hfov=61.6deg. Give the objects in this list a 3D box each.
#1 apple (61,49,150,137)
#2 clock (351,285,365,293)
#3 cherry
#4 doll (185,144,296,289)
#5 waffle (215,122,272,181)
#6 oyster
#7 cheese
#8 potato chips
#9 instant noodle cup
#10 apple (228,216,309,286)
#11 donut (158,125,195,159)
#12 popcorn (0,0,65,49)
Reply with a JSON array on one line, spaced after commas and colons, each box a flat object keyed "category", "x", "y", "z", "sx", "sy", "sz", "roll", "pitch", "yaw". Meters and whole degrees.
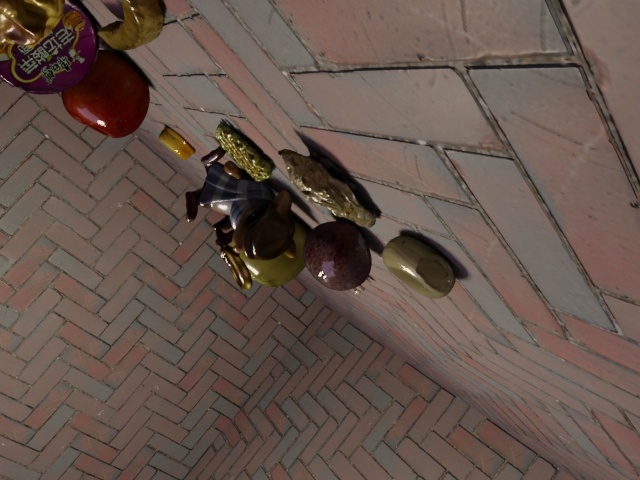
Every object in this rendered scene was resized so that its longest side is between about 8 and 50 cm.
[{"category": "apple", "x": -0.571, "y": -0.389, "z": 1.433, "sx": 0.218, "sy": 0.201, "sz": 0.218, "roll": 34, "pitch": 174, "yaw": 4}, {"category": "clock", "x": 0.069, "y": 0.093, "z": 1.682, "sx": 0.229, "sy": 0.063, "sz": 0.156, "roll": 34, "pitch": 173, "yaw": 48}, {"category": "cherry", "x": 0.041, "y": 0.036, "z": 1.219, "sx": 0.176, "sy": 0.140, "sz": 0.176, "roll": 46, "pitch": 162, "yaw": 20}, {"category": "doll", "x": -0.221, "y": -0.066, "z": 1.454, "sx": 0.340, "sy": 0.209, "sz": 0.317, "roll": 36, "pitch": 132, "yaw": 31}, {"category": "waffle", "x": -0.183, "y": -0.207, "z": 1.274, "sx": 0.169, "sy": 0.036, "sz": 0.183, "roll": 44, "pitch": 169, "yaw": -9}, {"category": "oyster", "x": 0.019, "y": -0.080, "z": 0.951, "sx": 0.133, "sy": 0.072, "sz": 0.209, "roll": 36, "pitch": 173, "yaw": 42}, {"category": "cheese", "x": 0.164, "y": 0.046, "z": 1.005, "sx": 0.137, "sy": 0.064, "sz": 0.227, "roll": 43, "pitch": 172, "yaw": -13}, {"category": "potato chips", "x": -0.333, "y": -0.379, "z": 0.946, "sx": 0.080, "sy": 0.057, "sz": 0.407, "roll": 51, "pitch": 167, "yaw": -26}, {"category": "instant noodle cup", "x": -0.680, "y": -0.500, "z": 1.257, "sx": 0.190, "sy": 0.251, "sz": 0.251, "roll": 45, "pitch": 175, "yaw": 29}, {"category": "apple", "x": -0.153, "y": 0.018, "z": 1.688, "sx": 0.262, "sy": 0.262, "sz": 0.262, "roll": 39, "pitch": 172, "yaw": 7}, {"category": "donut", "x": -0.527, "y": -0.351, "z": 1.957, "sx": 0.152, "sy": 0.058, "sz": 0.152, "roll": 40, "pitch": 174, "yaw": 5}, {"category": "popcorn", "x": -0.630, "y": -0.494, "z": 0.994, "sx": 0.332, "sy": 0.265, "sz": 0.225, "roll": 58, "pitch": 177, "yaw": 3}]
